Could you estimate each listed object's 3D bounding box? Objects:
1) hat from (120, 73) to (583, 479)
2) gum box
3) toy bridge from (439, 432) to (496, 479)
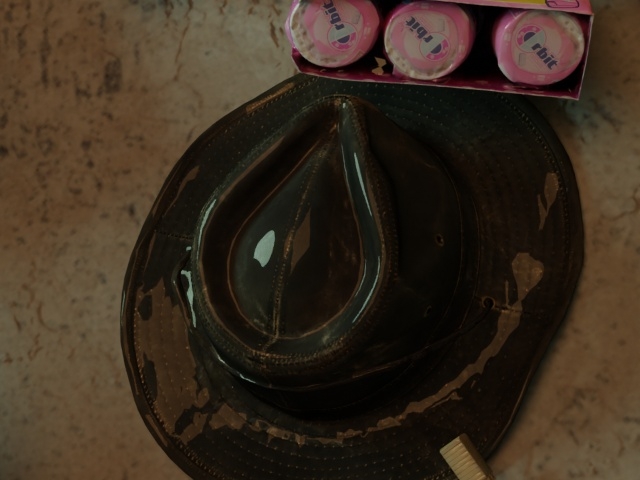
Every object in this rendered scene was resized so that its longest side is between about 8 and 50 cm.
[{"bbox_3d":[0.000,0.000,1.192,0.331,0.134,0.331,-7,65,16],"label":"hat"},{"bbox_3d":[0.074,-0.147,1.215,0.188,0.062,0.107,5,29,1],"label":"gum box"},{"bbox_3d":[0.028,0.195,1.145,0.188,0.026,0.063,-37,83,9],"label":"toy bridge"}]
